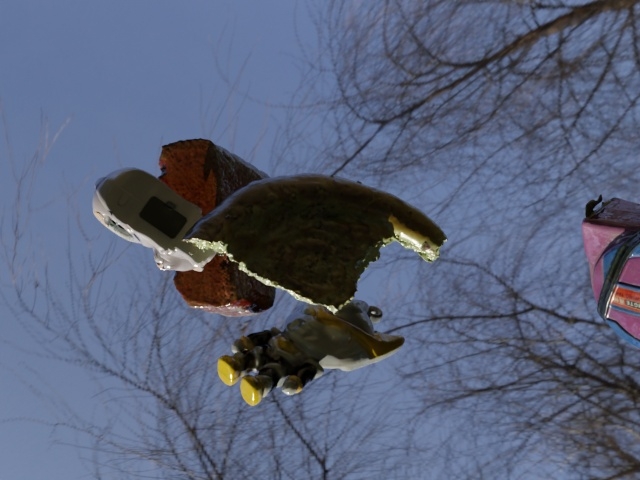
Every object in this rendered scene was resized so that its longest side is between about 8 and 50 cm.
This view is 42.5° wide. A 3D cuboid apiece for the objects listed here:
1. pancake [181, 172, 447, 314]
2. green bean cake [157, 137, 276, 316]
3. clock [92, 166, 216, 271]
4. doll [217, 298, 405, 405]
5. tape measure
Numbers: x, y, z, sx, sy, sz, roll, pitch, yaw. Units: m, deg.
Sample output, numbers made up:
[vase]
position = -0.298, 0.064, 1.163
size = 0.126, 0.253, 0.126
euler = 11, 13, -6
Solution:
[pancake]
position = 0.002, -0.003, 1.049
size = 0.376, 0.054, 0.197
euler = -7, -110, -28
[green bean cake]
position = -0.147, -0.010, 1.196
size = 0.198, 0.097, 0.233
euler = 21, -115, -59
[clock]
position = -0.219, -0.020, 1.074
size = 0.176, 0.117, 0.080
euler = 35, -112, -7
[doll]
position = -0.014, 0.148, 1.222
size = 0.316, 0.145, 0.103
euler = -22, -67, -43
[tape measure]
position = 0.529, 0.050, 1.246
size = 0.149, 0.231, 0.245
euler = -30, -61, -36
